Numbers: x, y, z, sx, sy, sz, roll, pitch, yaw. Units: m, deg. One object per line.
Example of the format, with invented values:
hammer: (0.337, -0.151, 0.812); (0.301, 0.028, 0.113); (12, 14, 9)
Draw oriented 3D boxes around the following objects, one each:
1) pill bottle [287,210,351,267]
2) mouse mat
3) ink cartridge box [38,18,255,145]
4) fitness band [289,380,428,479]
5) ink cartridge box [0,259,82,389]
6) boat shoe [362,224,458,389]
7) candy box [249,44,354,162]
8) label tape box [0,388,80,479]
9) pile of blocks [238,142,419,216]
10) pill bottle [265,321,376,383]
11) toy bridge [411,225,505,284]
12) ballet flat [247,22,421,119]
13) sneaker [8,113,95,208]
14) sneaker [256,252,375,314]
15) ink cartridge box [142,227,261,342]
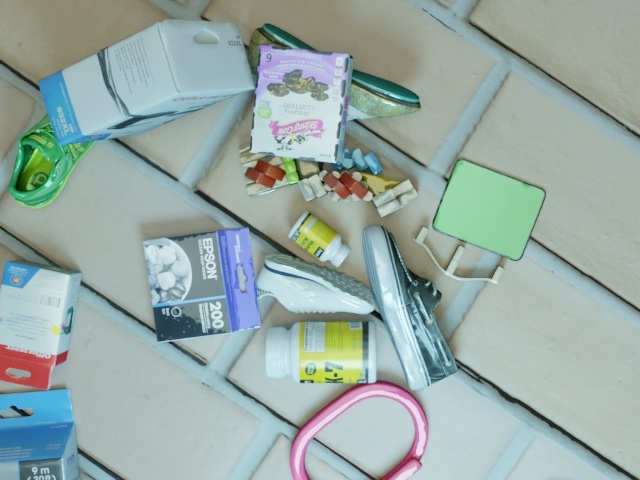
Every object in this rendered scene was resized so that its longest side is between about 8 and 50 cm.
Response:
pill bottle: (0.000, 0.000, 1.783); (0.116, 0.065, 0.065); (36, 93, 1)
mouse mat: (0.328, -0.060, 1.796); (0.189, 0.007, 0.153); (21, 93, 3)
ink cartridge box: (-0.309, -0.280, 1.649); (0.307, 0.223, 0.129); (-15, 92, 34)
fitness band: (0.077, 0.405, 1.805); (0.291, 0.054, 0.209); (-38, 87, 2)
ink cartridge box: (-0.562, 0.164, 1.808); (0.134, 0.078, 0.231); (12, 93, 3)
boat shoe: (0.173, 0.118, 1.767); (0.119, 0.121, 0.335); (-20, 102, -5)
candy box: (-0.034, -0.247, 1.672); (0.164, 0.070, 0.196); (7, 98, 9)
label tape box: (-0.607, 0.481, 1.805); (0.249, 0.115, 0.348); (-5, 93, 2)
pile of blocks: (0.013, -0.133, 1.755); (0.362, 0.112, 0.149); (9, 93, 2)
pill bottle: (0.003, 0.214, 1.764); (0.208, 0.119, 0.119); (-1, 92, 3)
toy bridge: (0.261, 0.039, 1.793); (0.188, 0.026, 0.063); (27, 94, 2)
ballet flat: (0.018, -0.294, 1.757); (0.348, 0.123, 0.123); (26, 93, 2)
sneaker: (-0.503, -0.193, 1.770); (0.109, 0.123, 0.296); (27, 92, 2)
sneaker: (-0.009, 0.103, 1.788); (0.235, 0.090, 0.095); (20, 106, 5)
ink cartridge box: (-0.231, 0.087, 1.808); (0.208, 0.045, 0.206); (-8, 91, 2)
